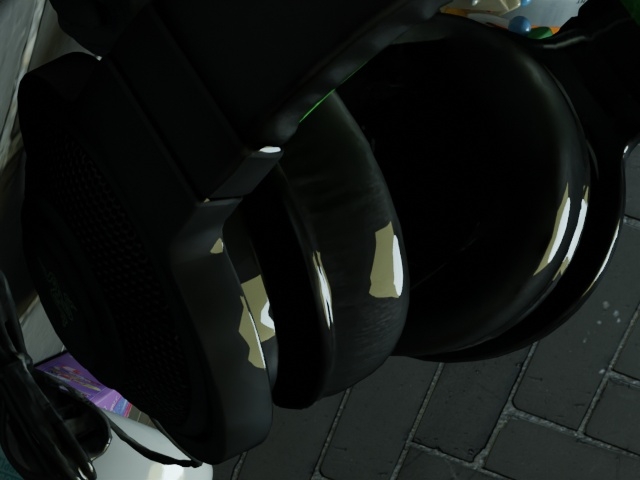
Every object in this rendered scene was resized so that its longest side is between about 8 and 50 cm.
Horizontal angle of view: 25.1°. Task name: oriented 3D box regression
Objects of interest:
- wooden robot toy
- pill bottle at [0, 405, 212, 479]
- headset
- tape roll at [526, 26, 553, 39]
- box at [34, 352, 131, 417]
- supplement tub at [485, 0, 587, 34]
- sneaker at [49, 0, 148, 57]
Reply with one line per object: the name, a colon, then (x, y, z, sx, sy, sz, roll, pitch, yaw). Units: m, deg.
wooden robot toy: (0.070, -0.142, 0.821, 0.079, 0.076, 0.173, -31, -168, 17)
pill bottle: (-0.164, 0.209, 0.730, 0.146, 0.146, 0.264, 111, -1, -79)
headset: (-0.015, -0.030, 0.493, 0.243, 0.185, 0.394, -13, 153, -48)
tape roll: (-0.003, -0.028, 0.836, 0.321, 0.321, 0.077, -71, 138, -80)
box: (-0.203, 0.187, 1.058, 0.293, 0.057, 0.201, 123, -12, -90)
supplement tub: (0.170, -0.232, 1.183, 0.338, 0.207, 0.207, 93, 16, -75)
sneaker: (-0.056, -0.138, 0.446, 0.321, 0.127, 0.126, -29, -104, 60)
